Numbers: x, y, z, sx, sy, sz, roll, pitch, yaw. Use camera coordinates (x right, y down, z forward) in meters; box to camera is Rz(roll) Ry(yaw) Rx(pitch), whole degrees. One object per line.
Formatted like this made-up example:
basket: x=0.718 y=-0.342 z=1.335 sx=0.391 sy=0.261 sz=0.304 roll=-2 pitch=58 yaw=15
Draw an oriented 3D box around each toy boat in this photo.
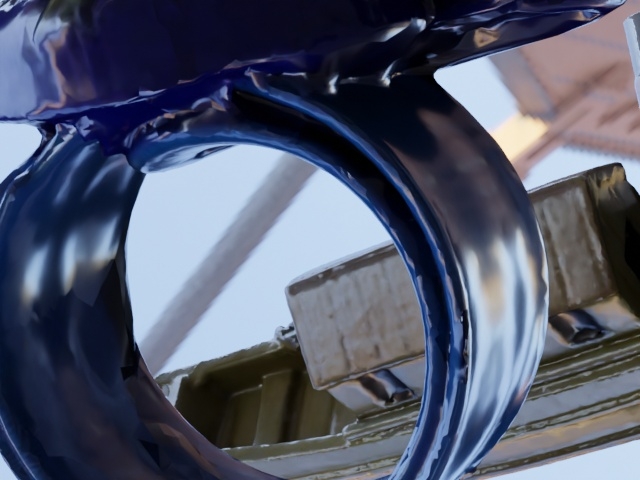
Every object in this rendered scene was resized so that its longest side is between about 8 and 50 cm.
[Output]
toy boat: x=0.080 y=0.055 z=0.945 sx=0.162 sy=0.445 sz=0.136 roll=41 pitch=-138 yaw=-35

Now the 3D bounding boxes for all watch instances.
watch: x=-0.009 y=0.002 z=0.565 sx=0.171 sy=0.196 sz=0.200 roll=-14 pitch=-84 yaw=-58

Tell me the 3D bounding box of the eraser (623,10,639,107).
eraser: x=0.306 y=-0.023 z=1.125 sx=0.171 sy=0.087 sz=0.290 roll=-8 pitch=-104 yaw=-9
